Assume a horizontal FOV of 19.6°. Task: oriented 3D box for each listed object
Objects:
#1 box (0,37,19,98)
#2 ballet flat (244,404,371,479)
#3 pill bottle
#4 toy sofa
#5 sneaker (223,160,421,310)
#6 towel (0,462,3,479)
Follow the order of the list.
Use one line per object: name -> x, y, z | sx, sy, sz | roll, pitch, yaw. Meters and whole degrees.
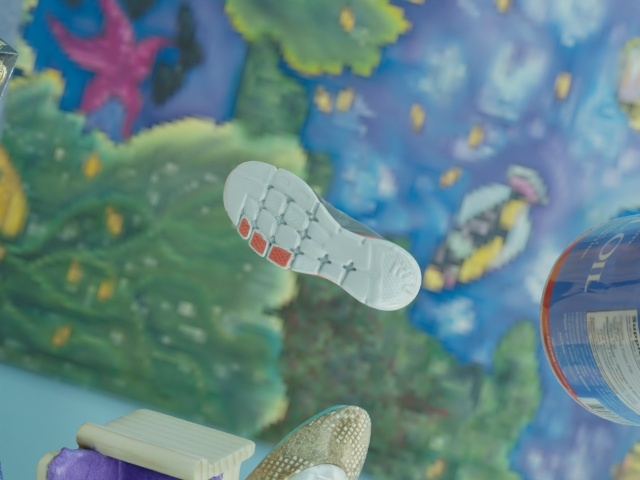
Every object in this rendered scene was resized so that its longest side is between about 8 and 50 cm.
box -> -0.455, -0.133, 2.089 | 0.175, 0.051, 0.220 | -1, 123, -52
ballet flat -> -0.035, 0.188, 1.167 | 0.206, 0.067, 0.073 | -41, 129, -9
pill bottle -> 0.213, 0.039, 0.984 | 0.221, 0.124, 0.124 | 165, -55, -72
toy sofa -> -0.186, 0.367, 1.876 | 0.177, 0.150, 0.362 | -17, 117, -59
sneaker -> 0.000, 0.000, 1.322 | 0.061, 0.158, 0.065 | -56, 176, 5
towel -> -0.420, 0.339, 1.919 | 0.228, 0.076, 0.308 | 30, 39, -44
